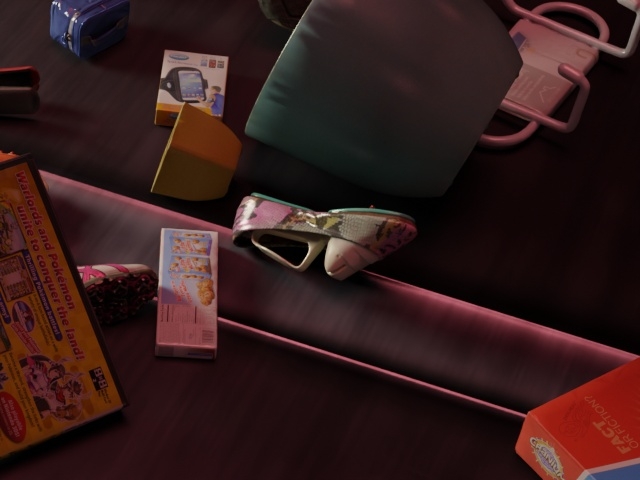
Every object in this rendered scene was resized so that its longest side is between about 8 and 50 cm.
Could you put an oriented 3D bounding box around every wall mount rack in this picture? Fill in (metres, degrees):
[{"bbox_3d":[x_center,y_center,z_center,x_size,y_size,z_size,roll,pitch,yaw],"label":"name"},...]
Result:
[{"bbox_3d":[0.236,-0.277,2.249,0.304,0.130,0.350,26,44,16],"label":"wall mount rack"}]

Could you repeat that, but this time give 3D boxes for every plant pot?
[{"bbox_3d":[-0.137,-0.093,2.023,0.083,0.081,0.081,20,42,-7],"label":"plant pot"},{"bbox_3d":[0.089,-0.187,2.026,0.235,0.293,0.293,31,45,1],"label":"plant pot"}]

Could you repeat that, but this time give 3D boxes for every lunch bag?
[{"bbox_3d":[-0.285,-0.271,2.189,0.065,0.067,0.098,34,49,24],"label":"lunch bag"}]

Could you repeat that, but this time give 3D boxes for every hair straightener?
[{"bbox_3d":[-0.441,-0.161,2.055,0.230,0.047,0.089,-1,44,-12],"label":"hair straightener"}]

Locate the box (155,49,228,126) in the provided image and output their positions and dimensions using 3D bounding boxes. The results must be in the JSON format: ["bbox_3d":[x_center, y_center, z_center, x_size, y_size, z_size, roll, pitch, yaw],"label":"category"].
[{"bbox_3d":[-0.156,-0.189,2.156,0.081,0.028,0.136,6,45,-4],"label":"box"}]

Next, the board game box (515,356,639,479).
[{"bbox_3d":[0.397,0.216,1.803,0.316,0.064,0.242,-22,52,-30],"label":"board game box"}]

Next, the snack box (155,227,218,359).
[{"bbox_3d":[-0.143,0.055,1.901,0.064,0.022,0.178,4,43,-6],"label":"snack box"}]

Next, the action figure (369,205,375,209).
[{"bbox_3d":[0.039,0.000,1.992,0.038,0.030,0.115,29,48,15],"label":"action figure"}]

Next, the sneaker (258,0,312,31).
[{"bbox_3d":[0.020,-0.398,2.371,0.182,0.158,0.410,2,34,39],"label":"sneaker"}]

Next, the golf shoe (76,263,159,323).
[{"bbox_3d":[-0.263,0.048,1.853,0.186,0.067,0.086,-12,46,-22],"label":"golf shoe"}]

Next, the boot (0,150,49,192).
[{"bbox_3d":[-0.379,-0.080,1.980,0.158,0.059,0.084,37,45,15],"label":"boot"}]

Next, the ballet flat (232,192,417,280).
[{"bbox_3d":[0.000,0.000,1.935,0.221,0.077,0.079,9,69,28],"label":"ballet flat"}]

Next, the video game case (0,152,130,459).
[{"bbox_3d":[-0.345,0.079,1.715,0.248,0.035,0.275,-21,88,-29],"label":"video game case"}]
